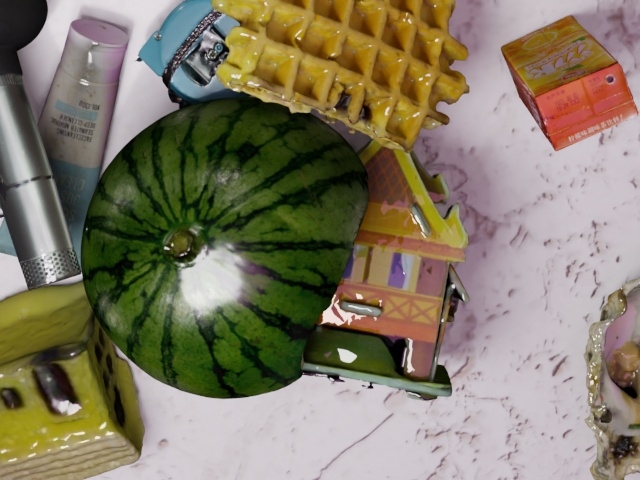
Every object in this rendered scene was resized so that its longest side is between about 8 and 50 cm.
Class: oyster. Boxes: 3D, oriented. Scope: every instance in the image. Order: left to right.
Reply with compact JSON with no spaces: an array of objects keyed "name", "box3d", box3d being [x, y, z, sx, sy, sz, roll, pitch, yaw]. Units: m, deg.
[{"name":"oyster","box3d":[0.409,0.141,1.647,0.201,0.107,0.354,19,99,-31]}]

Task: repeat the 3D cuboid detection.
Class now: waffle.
[{"name":"waffle","box3d":[0.035,-0.206,1.345,0.309,0.065,0.283,-33,111,-25]}]

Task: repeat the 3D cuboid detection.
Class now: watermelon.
[{"name":"watermelon","box3d":[-0.115,-0.013,1.349,0.331,0.189,0.330,-3,74,9]}]

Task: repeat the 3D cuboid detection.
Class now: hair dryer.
[{"name":"hair dryer","box3d":[-0.410,-0.098,1.451,0.284,0.156,0.320,-6,95,24]}]

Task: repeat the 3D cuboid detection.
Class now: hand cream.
[{"name":"hand cream","box3d":[-0.298,-0.101,1.523,0.111,0.070,0.312,14,115,-11]}]

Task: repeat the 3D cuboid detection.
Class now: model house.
[{"name":"model house","box3d":[-0.328,0.195,1.604,0.193,0.174,0.234,-16,123,3]},{"name":"model house","box3d":[0.000,0.000,1.527,0.358,0.242,0.312,9,90,5]}]

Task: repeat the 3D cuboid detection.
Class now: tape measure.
[{"name":"tape measure","box3d":[-0.120,-0.210,1.473,0.125,0.081,0.146,43,103,0]}]

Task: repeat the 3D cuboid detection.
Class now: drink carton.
[{"name":"drink carton","box3d":[0.266,-0.175,1.430,0.096,0.223,0.071,-24,111,7]}]
